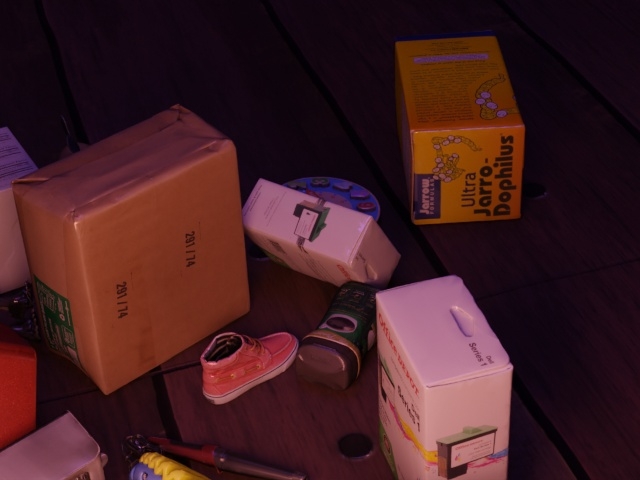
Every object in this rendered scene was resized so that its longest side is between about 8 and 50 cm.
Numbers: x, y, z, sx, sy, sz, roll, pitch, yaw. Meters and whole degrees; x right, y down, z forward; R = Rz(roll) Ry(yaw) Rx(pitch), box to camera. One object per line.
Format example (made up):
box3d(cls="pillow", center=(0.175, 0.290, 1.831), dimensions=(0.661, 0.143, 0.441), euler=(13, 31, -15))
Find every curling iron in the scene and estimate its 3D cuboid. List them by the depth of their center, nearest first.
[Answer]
box3d(cls="curling iron", center=(-0.148, 0.308, 1.742), dimensions=(0.274, 0.035, 0.068), euler=(7, 41, 16))

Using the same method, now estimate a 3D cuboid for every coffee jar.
box3d(cls="coffee jar", center=(0.036, 0.145, 1.915), dimensions=(0.096, 0.079, 0.184), euler=(15, 38, 21))

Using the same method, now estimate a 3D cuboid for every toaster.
box3d(cls="toaster", center=(-0.355, 0.332, 1.611), dimensions=(0.186, 0.168, 0.110), euler=(-30, 44, -32))

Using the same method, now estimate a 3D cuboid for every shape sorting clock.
box3d(cls="shape sorting clock", center=(0.002, -0.056, 2.234), dimensions=(0.206, 0.040, 0.206), euler=(-3, 36, 2))

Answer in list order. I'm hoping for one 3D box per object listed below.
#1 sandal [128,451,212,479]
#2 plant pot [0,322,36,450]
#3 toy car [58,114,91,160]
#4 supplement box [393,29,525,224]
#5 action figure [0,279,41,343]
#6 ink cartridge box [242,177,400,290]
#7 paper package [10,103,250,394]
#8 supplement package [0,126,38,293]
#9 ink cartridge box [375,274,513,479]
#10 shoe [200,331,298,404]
box3d(cls="sandal", center=(-0.157, 0.371, 1.590), dimensions=(0.317, 0.126, 0.138), euler=(28, 85, 52))
box3d(cls="plant pot", center=(-0.511, 0.221, 1.682), dimensions=(0.236, 0.267, 0.267), euler=(-1, 9, -27))
box3d(cls="toy car", center=(-0.437, -0.116, 2.232), dimensions=(0.149, 0.188, 0.155), euler=(-14, 37, -15))
box3d(cls="supplement box", center=(0.243, -0.209, 2.296), dimensions=(0.195, 0.194, 0.356), euler=(-4, 36, 1))
box3d(cls="action figure", center=(-0.577, 0.122, 1.956), dimensions=(0.276, 0.141, 0.164), euler=(-10, 47, -12))
box3d(cls="ink cartridge box", center=(0.000, 0.000, 2.039), dimensions=(0.219, 0.160, 0.092), euler=(19, 74, 29))
box3d(cls="paper package", center=(-0.276, 0.011, 1.920), dimensions=(0.309, 0.324, 0.168), euler=(-29, 43, -32))
box3d(cls="supplement package", center=(-0.547, -0.049, 2.142), dimensions=(0.149, 0.194, 0.203), euler=(-20, 38, -22))
box3d(cls="ink cartridge box", center=(0.154, 0.215, 1.634), dimensions=(0.117, 0.278, 0.201), euler=(-11, 36, -11))
box3d(cls="shoe", center=(-0.103, 0.167, 1.894), dimensions=(0.178, 0.081, 0.063), euler=(-31, 43, -32))
